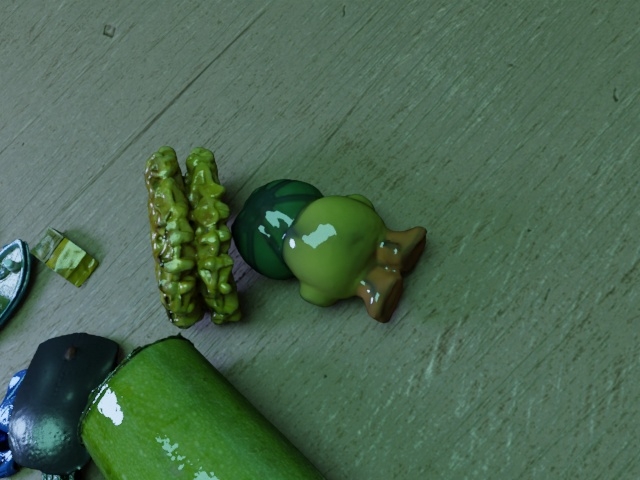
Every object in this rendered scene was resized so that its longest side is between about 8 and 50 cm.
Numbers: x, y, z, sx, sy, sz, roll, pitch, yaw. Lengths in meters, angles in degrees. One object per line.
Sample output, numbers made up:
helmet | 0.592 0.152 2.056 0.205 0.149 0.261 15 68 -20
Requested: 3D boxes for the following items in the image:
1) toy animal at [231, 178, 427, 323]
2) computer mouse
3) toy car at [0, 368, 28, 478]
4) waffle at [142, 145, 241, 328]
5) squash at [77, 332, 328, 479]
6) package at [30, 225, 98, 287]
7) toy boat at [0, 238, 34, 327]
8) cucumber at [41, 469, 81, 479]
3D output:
toy animal | -0.002 -0.001 1.359 0.338 0.191 0.216 21 79 22
computer mouse | -0.462 0.278 1.387 0.168 0.087 0.295 -1 50 -1
toy car | -0.587 0.348 1.473 0.103 0.063 0.216 21 78 21
waffle | -0.236 -0.005 1.402 0.151 0.261 0.324 -12 69 -9
squash | -0.190 0.368 1.243 0.384 0.263 0.263 41 86 24
package | -0.526 0.032 1.576 0.131 0.047 0.071 34 80 25
toy boat | -0.670 0.100 1.567 0.109 0.098 0.237 28 80 20
cucumber | -0.473 0.421 1.411 0.077 0.077 0.265 -14 68 11
